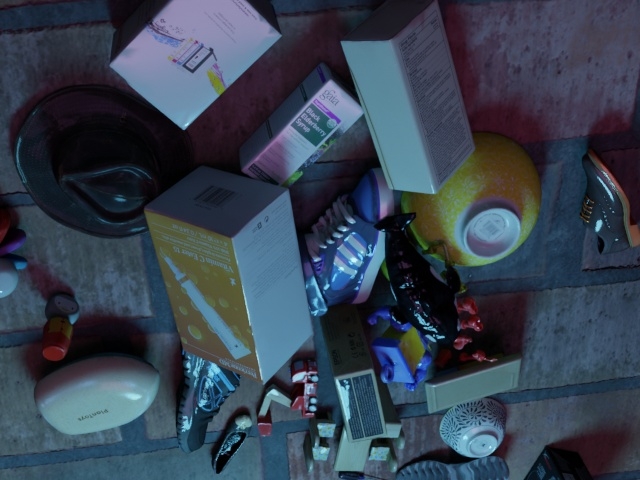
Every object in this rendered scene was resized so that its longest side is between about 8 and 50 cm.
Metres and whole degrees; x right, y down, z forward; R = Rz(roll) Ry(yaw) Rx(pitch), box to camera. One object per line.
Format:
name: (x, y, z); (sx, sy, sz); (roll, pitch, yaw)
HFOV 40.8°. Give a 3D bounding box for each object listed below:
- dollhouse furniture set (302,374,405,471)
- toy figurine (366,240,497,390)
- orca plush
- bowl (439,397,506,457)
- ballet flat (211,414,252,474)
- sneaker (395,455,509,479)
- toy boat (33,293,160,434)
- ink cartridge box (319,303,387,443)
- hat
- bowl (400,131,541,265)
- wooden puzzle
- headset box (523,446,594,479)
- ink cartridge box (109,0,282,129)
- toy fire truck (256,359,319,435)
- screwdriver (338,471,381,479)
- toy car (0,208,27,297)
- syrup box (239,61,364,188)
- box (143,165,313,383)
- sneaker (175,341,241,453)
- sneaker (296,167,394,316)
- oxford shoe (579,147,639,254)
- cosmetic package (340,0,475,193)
dollhouse furniture set: (0.091, 0.452, 1.963); (0.212, 0.161, 0.242); (4, 120, -13)
toy figurine: (0.189, 0.191, 1.748); (0.217, 0.191, 0.363); (-49, 129, -31)
orca plush: (0.202, 0.085, 1.617); (0.151, 0.102, 0.287); (-15, 109, -7)
bowl: (0.380, 0.468, 2.074); (0.170, 0.080, 0.170); (-5, 121, -8)
ballet flat: (-0.202, 0.472, 1.990); (0.057, 0.049, 0.173); (19, 116, -21)
sneaker: (0.328, 0.606, 2.134); (0.281, 0.105, 0.115); (-6, 151, 8)
toy boat: (-0.480, 0.258, 1.771); (0.267, 0.148, 0.318); (-15, 130, 5)
ink cartridge box: (0.066, 0.274, 1.808); (0.088, 0.235, 0.193); (-13, 122, -2)
hat: (-0.390, -0.110, 1.553); (0.331, 0.134, 0.332); (-5, 123, -7)
bowl: (0.316, -0.051, 1.699); (0.289, 0.156, 0.290); (-5, 122, -7)
wooden puzzle: (0.343, 0.317, 1.945); (0.220, 0.044, 0.239); (-17, 154, 0)
headset box: (0.583, 0.709, 2.176); (0.110, 0.218, 0.293); (14, 117, -18)
ink cartridge box: (-0.209, -0.340, 1.419); (0.232, 0.171, 0.168); (-41, 119, 16)
toy fire truck: (-0.076, 0.354, 1.942); (0.135, 0.047, 0.192); (-1, 121, -8)
screwdriver: (0.120, 0.593, 2.146); (0.169, 0.025, 0.024); (14, 118, -27)
toy car: (-0.616, 0.010, 1.596); (0.136, 0.159, 0.182); (-43, 126, -27)
syrup box: (-0.037, -0.203, 1.579); (0.093, 0.096, 0.237); (38, 110, -27)
box: (-0.165, 0.064, 1.614); (0.214, 0.168, 0.346); (16, 132, 32)
sneaker: (-0.239, 0.325, 1.850); (0.139, 0.125, 0.341); (3, 121, -14)
sneaker: (0.000, 0.000, 1.688); (0.236, 0.130, 0.323); (2, 126, -16)
oxford shoe: (0.580, -0.070, 1.772); (0.098, 0.097, 0.271); (-26, 122, 13)
cosmetic package: (0.163, -0.254, 1.532); (0.160, 0.113, 0.310); (-46, 128, -34)
